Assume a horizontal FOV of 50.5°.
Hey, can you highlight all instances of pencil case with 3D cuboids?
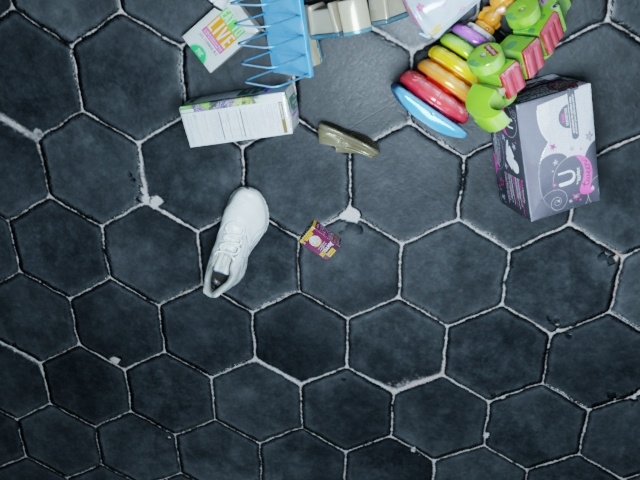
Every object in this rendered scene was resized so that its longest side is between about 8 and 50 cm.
[{"bbox_3d":[0.281,-0.496,1.264,0.273,0.113,0.124,-32,105,14],"label":"pencil case"}]

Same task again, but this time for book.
[{"bbox_3d":[-0.209,-0.438,1.435,0.144,0.035,0.096,-34,102,23],"label":"book"}]

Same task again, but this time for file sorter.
[{"bbox_3d":[-0.100,-0.401,1.355,0.118,0.104,0.170,21,131,42],"label":"file sorter"}]

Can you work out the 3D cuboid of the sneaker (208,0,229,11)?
[{"bbox_3d":[-0.244,-0.566,1.358,0.094,0.081,0.208,-43,104,8],"label":"sneaker"}]

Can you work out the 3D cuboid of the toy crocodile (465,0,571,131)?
[{"bbox_3d":[0.374,-0.347,1.259,0.340,0.105,0.115,-51,134,-15],"label":"toy crocodile"}]

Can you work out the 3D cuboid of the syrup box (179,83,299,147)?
[{"bbox_3d":[-0.172,-0.273,1.474,0.237,0.093,0.096,-7,115,12],"label":"syrup box"}]

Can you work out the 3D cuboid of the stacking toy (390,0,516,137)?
[{"bbox_3d":[0.284,-0.365,1.339,0.175,0.166,0.302,32,105,-7],"label":"stacking toy"}]

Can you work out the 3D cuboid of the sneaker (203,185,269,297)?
[{"bbox_3d":[-0.202,0.013,1.601,0.111,0.129,0.297,20,116,1],"label":"sneaker"}]

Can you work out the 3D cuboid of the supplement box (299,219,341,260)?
[{"bbox_3d":[0.000,0.000,1.610,0.083,0.043,0.055,35,115,-9],"label":"supplement box"}]

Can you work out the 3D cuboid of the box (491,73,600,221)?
[{"bbox_3d":[0.451,-0.188,1.368,0.163,0.142,0.247,-17,115,-6],"label":"box"}]

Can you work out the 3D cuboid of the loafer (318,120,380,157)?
[{"bbox_3d":[0.060,-0.214,1.491,0.148,0.056,0.050,26,118,7],"label":"loafer"}]

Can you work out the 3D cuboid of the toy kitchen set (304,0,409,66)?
[{"bbox_3d":[0.056,-0.434,1.378,0.207,0.166,0.122,12,124,45],"label":"toy kitchen set"}]
